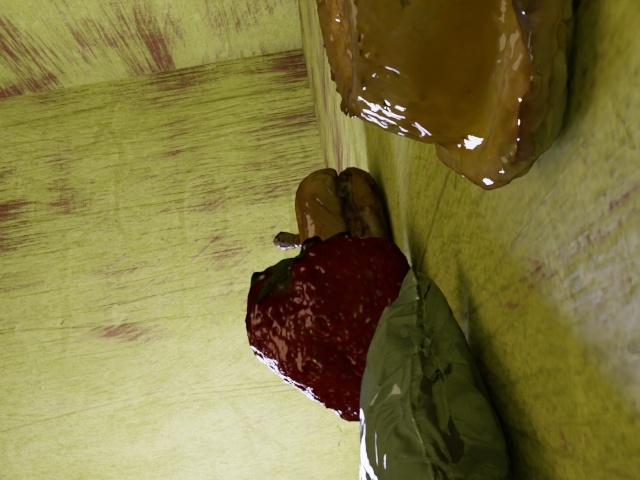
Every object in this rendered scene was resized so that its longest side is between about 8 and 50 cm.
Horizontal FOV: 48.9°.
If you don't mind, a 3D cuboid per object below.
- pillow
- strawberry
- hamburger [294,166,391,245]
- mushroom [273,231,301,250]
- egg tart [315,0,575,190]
[{"bbox_3d":[0.107,0.216,0.692,0.283,0.139,0.309,-88,-6,-49],"label":"pillow"},{"bbox_3d":[0.037,0.130,0.993,0.257,0.258,0.276,96,150,-85],"label":"strawberry"},{"bbox_3d":[0.044,0.014,1.288,0.318,0.158,0.318,-10,-90,-89],"label":"hamburger"},{"bbox_3d":[0.000,0.000,1.630,0.227,0.218,0.147,-107,8,-76],"label":"mushroom"},{"bbox_3d":[0.059,-0.160,0.431,0.288,0.119,0.288,168,90,-85],"label":"egg tart"}]
